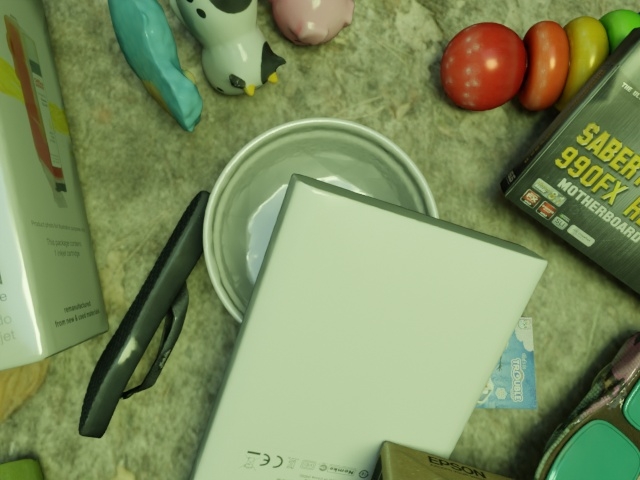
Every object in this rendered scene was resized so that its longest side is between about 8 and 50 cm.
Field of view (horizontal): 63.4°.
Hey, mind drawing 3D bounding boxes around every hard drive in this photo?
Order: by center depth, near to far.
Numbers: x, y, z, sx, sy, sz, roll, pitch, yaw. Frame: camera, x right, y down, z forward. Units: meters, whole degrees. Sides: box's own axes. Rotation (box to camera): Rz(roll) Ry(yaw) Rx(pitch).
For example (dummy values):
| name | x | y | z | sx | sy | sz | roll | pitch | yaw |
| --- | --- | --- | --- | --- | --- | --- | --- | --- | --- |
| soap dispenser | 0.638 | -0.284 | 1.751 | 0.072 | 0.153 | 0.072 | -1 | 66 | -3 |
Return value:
| name | x | y | z | sx | sy | sz | roll | pitch | yaw |
| --- | --- | --- | --- | --- | --- | --- | --- | --- | --- |
| hard drive | 0.024 | 0.123 | 0.416 | 0.202 | 0.040 | 0.308 | 16 | 106 | -15 |

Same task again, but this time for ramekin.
| name | x | y | z | sx | sy | sz | roll | pitch | yaw |
| --- | --- | --- | --- | --- | --- | --- | --- | --- | --- |
| ramekin | 0.000 | 0.000 | 0.492 | 0.206 | 0.109 | 0.208 | 0 | 83 | -3 |

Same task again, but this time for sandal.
| name | x | y | z | sx | sy | sz | roll | pitch | yaw |
| --- | --- | --- | --- | --- | --- | --- | --- | --- | --- |
| sandal | -0.151 | 0.073 | 0.495 | 0.054 | 0.097 | 0.255 | 31 | 79 | -22 |

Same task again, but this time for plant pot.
| name | x | y | z | sx | sy | sz | roll | pitch | yaw |
| --- | --- | --- | --- | --- | --- | --- | --- | --- | --- |
| plant pot | -0.279 | 0.243 | 0.466 | 0.083 | 0.083 | 0.079 | -17 | 68 | -4 |

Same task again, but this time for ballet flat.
| name | x | y | z | sx | sy | sz | roll | pitch | yaw |
| --- | --- | --- | --- | --- | --- | --- | --- | --- | --- |
| ballet flat | 0.266 | 0.169 | 0.482 | 0.077 | 0.079 | 0.221 | 44 | 81 | 1 |

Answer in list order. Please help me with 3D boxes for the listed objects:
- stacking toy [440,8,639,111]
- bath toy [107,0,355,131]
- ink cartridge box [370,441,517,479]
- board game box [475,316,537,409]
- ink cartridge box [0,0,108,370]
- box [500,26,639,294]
| name | x | y | z | sx | sy | sz | roll | pitch | yaw |
| --- | --- | --- | --- | --- | --- | --- | --- | --- | --- |
| stacking toy | 0.292 | -0.175 | 0.534 | 0.329 | 0.141 | 0.141 | 0 | 78 | 7 |
| bath toy | -0.030 | -0.254 | 0.538 | 0.348 | 0.151 | 0.129 | -38 | 68 | -15 |
| ink cartridge box | 0.132 | 0.283 | 0.377 | 0.234 | 0.088 | 0.194 | 17 | 96 | 1 |
| board game box | 0.168 | 0.121 | 0.520 | 0.089 | 0.020 | 0.090 | 1 | 78 | -2 |
| ink cartridge box | -0.379 | -0.067 | 0.443 | 0.278 | 0.160 | 0.385 | -12 | 89 | -5 |
| box | 0.320 | -0.051 | 0.482 | 0.231 | 0.056 | 0.183 | 36 | 114 | -2 |
